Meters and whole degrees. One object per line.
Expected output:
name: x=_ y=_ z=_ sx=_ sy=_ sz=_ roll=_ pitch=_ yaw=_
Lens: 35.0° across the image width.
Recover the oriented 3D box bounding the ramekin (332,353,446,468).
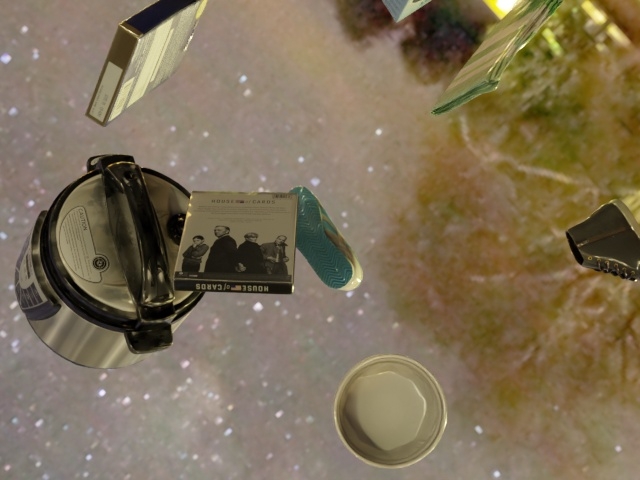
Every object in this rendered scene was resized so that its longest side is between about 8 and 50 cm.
ramekin: x=0.123 y=0.315 z=1.882 sx=0.207 sy=0.207 sz=0.109 roll=49 pitch=172 yaw=4

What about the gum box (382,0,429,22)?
gum box: x=0.163 y=-0.359 z=1.298 sx=0.041 sy=0.157 sz=0.184 roll=57 pitch=176 yaw=-1

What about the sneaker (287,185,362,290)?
sneaker: x=0.000 y=0.000 z=1.922 sx=0.229 sy=0.087 sz=0.092 roll=61 pitch=-166 yaw=20

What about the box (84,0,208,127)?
box: x=-0.220 y=-0.246 z=1.316 sx=0.036 sy=0.136 sz=0.225 roll=31 pitch=-148 yaw=2

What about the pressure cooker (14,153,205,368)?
pressure cooker: x=-0.419 y=0.042 z=2.126 sx=0.370 sy=0.420 sz=0.375 roll=37 pitch=-124 yaw=-7

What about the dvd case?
dvd case: x=-0.127 y=-0.002 z=1.585 sx=0.179 sy=0.030 sz=0.239 roll=2 pitch=-145 yaw=0

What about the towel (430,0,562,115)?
towel: x=0.371 y=-0.394 z=2.047 sx=0.038 sy=0.325 sz=0.248 roll=41 pitch=161 yaw=-11

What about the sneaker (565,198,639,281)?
sneaker: x=0.525 y=0.049 z=1.767 sx=0.222 sy=0.118 sz=0.083 roll=59 pitch=175 yaw=15
